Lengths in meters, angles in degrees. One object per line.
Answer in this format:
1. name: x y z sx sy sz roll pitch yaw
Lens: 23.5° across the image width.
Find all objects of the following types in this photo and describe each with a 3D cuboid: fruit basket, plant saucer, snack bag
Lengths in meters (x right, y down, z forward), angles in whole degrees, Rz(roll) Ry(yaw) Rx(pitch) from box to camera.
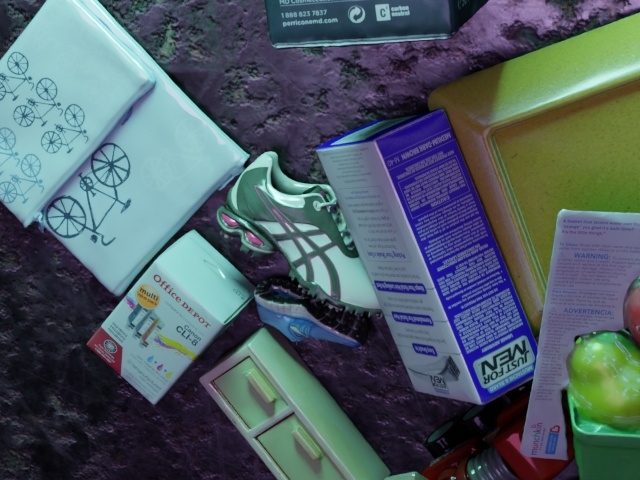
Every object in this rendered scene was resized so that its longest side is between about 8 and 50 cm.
1. fruit basket: 0.407 0.119 1.757 0.327 0.165 0.353 3 117 1
2. plant saucer: 0.330 -0.068 1.780 0.332 0.081 0.333 -20 103 10
3. snack bag: -0.308 -0.121 2.069 0.342 0.037 0.323 45 118 -1

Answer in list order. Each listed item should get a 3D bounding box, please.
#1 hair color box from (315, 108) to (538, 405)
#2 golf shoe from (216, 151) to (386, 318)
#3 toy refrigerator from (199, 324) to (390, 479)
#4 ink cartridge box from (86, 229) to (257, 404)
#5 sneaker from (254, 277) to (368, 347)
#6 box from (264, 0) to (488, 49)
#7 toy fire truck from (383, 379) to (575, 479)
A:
1. hair color box: 0.131 0.020 1.859 0.185 0.110 0.339 1 113 68
2. golf shoe: 0.000 0.000 1.967 0.272 0.105 0.120 32 111 5
3. toy refrigerator: -0.035 0.253 2.081 0.102 0.094 0.269 -35 95 28
4. ink cartridge box: -0.196 0.101 2.062 0.128 0.127 0.176 42 117 1
5. sneaker: -0.011 0.106 2.045 0.162 0.063 0.073 21 134 16
6. box: 0.062 -0.435 1.663 0.212 0.293 0.396 -2 110 20
7. toy fire truck: 0.199 0.277 1.916 0.217 0.246 0.158 -36 95 28
